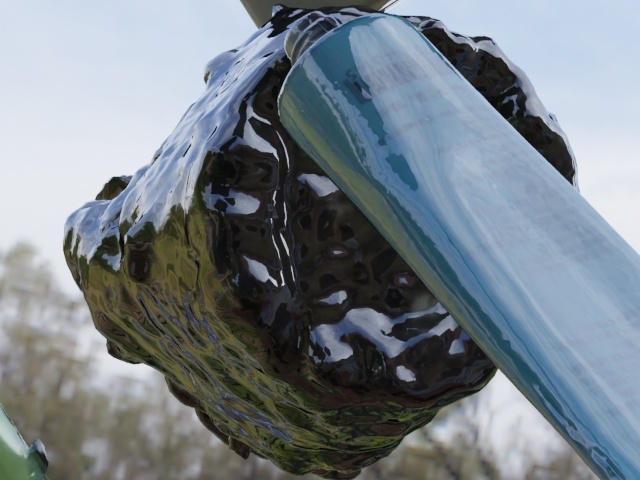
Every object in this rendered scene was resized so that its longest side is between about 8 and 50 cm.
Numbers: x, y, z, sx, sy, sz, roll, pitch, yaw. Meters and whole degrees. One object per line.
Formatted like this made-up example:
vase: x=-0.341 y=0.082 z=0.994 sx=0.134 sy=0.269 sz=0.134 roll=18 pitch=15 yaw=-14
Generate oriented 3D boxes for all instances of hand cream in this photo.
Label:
hand cream: x=0.063 y=0.010 z=0.498 sx=0.083 sy=0.048 sz=0.224 roll=-12 pitch=49 yaw=-42

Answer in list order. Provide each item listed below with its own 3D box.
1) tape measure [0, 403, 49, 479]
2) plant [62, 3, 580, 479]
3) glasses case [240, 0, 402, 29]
tape measure: x=-0.104 y=0.089 z=0.352 sx=0.087 sy=0.154 sz=0.177 roll=-28 pitch=-83 yaw=49
plant: x=0.000 y=0.000 z=0.863 sx=0.199 sy=0.188 sz=0.276 roll=39 pitch=-19 yaw=-8
glasses case: x=0.071 y=-0.224 z=0.957 sx=0.313 sy=0.131 sz=0.070 roll=-30 pitch=2 yaw=31
